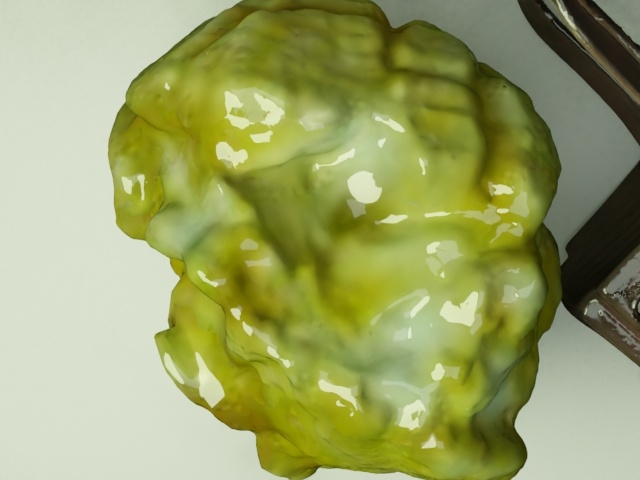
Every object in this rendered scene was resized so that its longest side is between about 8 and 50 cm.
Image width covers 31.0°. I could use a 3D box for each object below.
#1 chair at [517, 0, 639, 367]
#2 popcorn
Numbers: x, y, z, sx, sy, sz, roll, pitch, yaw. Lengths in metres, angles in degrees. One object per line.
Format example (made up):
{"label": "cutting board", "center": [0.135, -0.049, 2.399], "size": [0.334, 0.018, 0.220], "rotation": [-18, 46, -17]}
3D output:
{"label": "chair", "center": [0.210, -0.034, 0.782], "size": [0.326, 0.175, 0.183], "rotation": [37, 100, -2]}
{"label": "popcorn", "center": [0.013, -0.002, 0.787], "size": [0.293, 0.292, 0.334], "rotation": [-10, 94, 6]}
